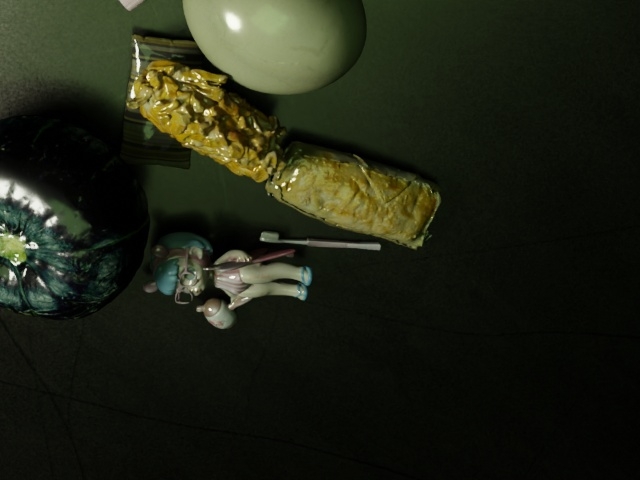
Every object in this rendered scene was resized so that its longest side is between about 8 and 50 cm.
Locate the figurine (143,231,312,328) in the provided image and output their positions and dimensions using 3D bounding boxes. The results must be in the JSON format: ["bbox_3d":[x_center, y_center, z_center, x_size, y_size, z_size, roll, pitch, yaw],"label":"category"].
[{"bbox_3d":[-0.146,0.059,2.090,0.260,0.103,0.205,6,147,-11],"label":"figurine"}]

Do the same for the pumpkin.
[{"bbox_3d":[-0.397,-0.037,1.941,0.315,0.238,0.315,4,113,11],"label":"pumpkin"}]

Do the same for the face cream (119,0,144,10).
[{"bbox_3d":[-0.224,-0.418,1.898,0.198,0.057,0.084,-36,111,10],"label":"face cream"}]

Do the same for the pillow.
[{"bbox_3d":[-0.238,-0.206,1.991,0.113,0.038,0.203,5,112,-15],"label":"pillow"}]

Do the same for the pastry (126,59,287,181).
[{"bbox_3d":[-0.160,-0.177,1.923,0.250,0.154,0.102,31,81,-37],"label":"pastry"}]

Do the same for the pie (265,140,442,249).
[{"bbox_3d":[0.060,-0.069,2.069,0.282,0.068,0.128,17,110,-18],"label":"pie"}]

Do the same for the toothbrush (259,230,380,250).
[{"bbox_3d":[0.000,0.002,2.117,0.194,0.014,0.017,6,111,-9],"label":"toothbrush"}]

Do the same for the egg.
[{"bbox_3d":[-0.064,-0.317,1.871,0.269,0.219,0.219,18,109,-8],"label":"egg"}]
